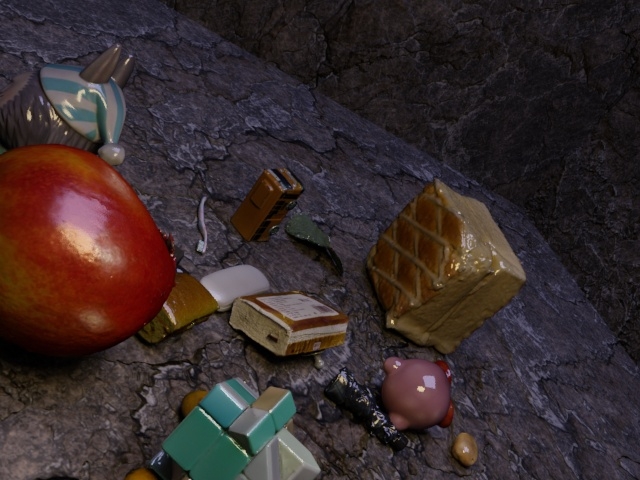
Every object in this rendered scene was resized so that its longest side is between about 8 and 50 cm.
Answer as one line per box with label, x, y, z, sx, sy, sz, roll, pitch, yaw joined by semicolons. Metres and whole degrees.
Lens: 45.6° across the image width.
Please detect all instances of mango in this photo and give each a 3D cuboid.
mango;-0.176;0.329;1.377;0.165;0.089;0.115;31;10;-7
mango;-0.272;0.394;1.168;0.079;0.057;0.114;23;23;-14

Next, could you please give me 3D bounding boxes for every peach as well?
peach;-0.423;0.020;1.267;0.370;0.370;0.370;31;25;-16

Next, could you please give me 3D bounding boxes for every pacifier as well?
pacifier;-0.013;0.270;1.779;0.083;0.068;0.064;-18;92;-69

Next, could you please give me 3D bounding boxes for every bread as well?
bread;0.348;0.078;2.231;0.279;0.371;0.390;29;29;-30
bread;-0.303;0.134;1.531;0.132;0.103;0.172;43;23;9

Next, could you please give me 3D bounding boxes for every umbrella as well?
umbrella;0.110;0.385;1.722;0.224;0.080;0.071;44;-11;4

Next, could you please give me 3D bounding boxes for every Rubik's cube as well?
Rubik's cube;-0.123;0.347;1.222;0.213;0.265;0.224;42;-1;8

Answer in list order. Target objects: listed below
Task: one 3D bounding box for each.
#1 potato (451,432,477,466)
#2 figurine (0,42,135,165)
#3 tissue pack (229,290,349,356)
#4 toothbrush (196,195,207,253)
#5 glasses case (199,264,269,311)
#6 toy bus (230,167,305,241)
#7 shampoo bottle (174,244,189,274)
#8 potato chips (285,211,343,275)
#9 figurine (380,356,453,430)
potato;0.351;0.505;1.846;0.068;0.062;0.083;56;45;-30
figurine;-0.528;-0.249;1.568;0.266;0.377;0.361;15;31;-42
tissue pack;-0.069;0.182;1.734;0.183;0.091;0.226;23;16;34
toothbrush;-0.303;-0.045;1.957;0.027;0.021;0.269;33;23;-25
glasses case;-0.201;0.108;1.777;0.092;0.059;0.233;46;24;13
toy bus;-0.145;-0.098;2.054;0.114;0.201;0.098;-3;47;-54
shampoo bottle;-0.393;0.013;1.651;0.246;0.080;0.079;37;25;-3
potato chips;-0.004;0.007;2.245;0.228;0.059;0.167;38;14;0
figurine;0.224;0.363;1.802;0.173;0.173;0.173;31;25;-16
